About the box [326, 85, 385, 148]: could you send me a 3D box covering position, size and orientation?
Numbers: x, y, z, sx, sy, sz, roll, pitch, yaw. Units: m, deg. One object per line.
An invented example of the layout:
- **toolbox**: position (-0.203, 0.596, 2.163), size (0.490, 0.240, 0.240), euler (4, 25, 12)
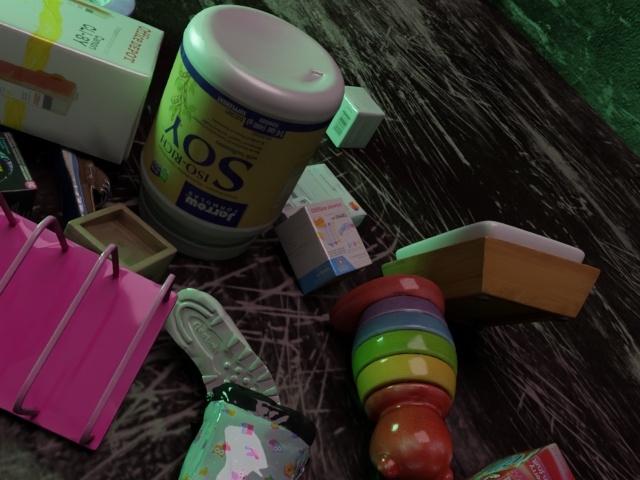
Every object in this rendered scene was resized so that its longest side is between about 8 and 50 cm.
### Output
- **box**: position (0.067, -0.273, 1.500), size (0.087, 0.101, 0.102), euler (-4, 50, -39)

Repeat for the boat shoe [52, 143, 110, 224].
- **boat shoe**: position (-0.351, -0.081, 1.016), size (0.066, 0.066, 0.183), euler (2, 46, -36)

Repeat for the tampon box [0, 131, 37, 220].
- **tampon box**: position (-0.474, -0.066, 0.880), size (0.161, 0.101, 0.120), euler (-9, 53, -41)

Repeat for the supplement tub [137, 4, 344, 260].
- **supplement tub**: position (-0.134, -0.153, 1.031), size (0.241, 0.331, 0.241), euler (19, 38, -16)

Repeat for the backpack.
- **backpack**: position (-0.094, 0.262, 0.754), size (0.152, 0.115, 0.182), euler (23, 55, 1)

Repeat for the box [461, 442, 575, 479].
- **box**: position (0.269, 0.397, 0.818), size (0.128, 0.122, 0.257), euler (-14, 71, -35)

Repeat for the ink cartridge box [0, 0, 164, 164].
- **ink cartridge box**: position (-0.458, -0.300, 1.070), size (0.384, 0.160, 0.279), euler (19, 27, -18)

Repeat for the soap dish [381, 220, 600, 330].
- **soap dish**: position (0.269, 0.070, 1.130), size (0.229, 0.291, 0.118), euler (15, 73, -23)

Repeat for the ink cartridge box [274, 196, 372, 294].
- **ink cartridge box**: position (0.000, 0.000, 1.122), size (0.092, 0.090, 0.143), euler (-16, 78, -44)

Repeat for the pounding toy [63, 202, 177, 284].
- **pounding toy**: position (-0.300, 0.028, 0.921), size (0.130, 0.100, 0.141), euler (39, 27, 7)

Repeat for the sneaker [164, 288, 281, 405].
- **sneaker**: position (-0.115, 0.166, 0.895), size (0.235, 0.090, 0.095), euler (59, -1, 11)

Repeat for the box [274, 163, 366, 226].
- **box**: position (-0.023, -0.074, 1.265), size (0.186, 0.038, 0.145), euler (-16, 59, -44)

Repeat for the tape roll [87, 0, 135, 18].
- **tape roll**: position (-0.508, -0.470, 1.322), size (0.275, 0.090, 0.275), euler (20, 39, -17)

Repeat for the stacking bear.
- **stacking bear**: position (0.119, 0.206, 0.963), size (0.175, 0.164, 0.289), euler (19, 44, -20)

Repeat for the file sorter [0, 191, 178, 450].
- **file sorter**: position (-0.322, 0.066, 0.713), size (0.290, 0.182, 0.202), euler (27, 69, -7)
